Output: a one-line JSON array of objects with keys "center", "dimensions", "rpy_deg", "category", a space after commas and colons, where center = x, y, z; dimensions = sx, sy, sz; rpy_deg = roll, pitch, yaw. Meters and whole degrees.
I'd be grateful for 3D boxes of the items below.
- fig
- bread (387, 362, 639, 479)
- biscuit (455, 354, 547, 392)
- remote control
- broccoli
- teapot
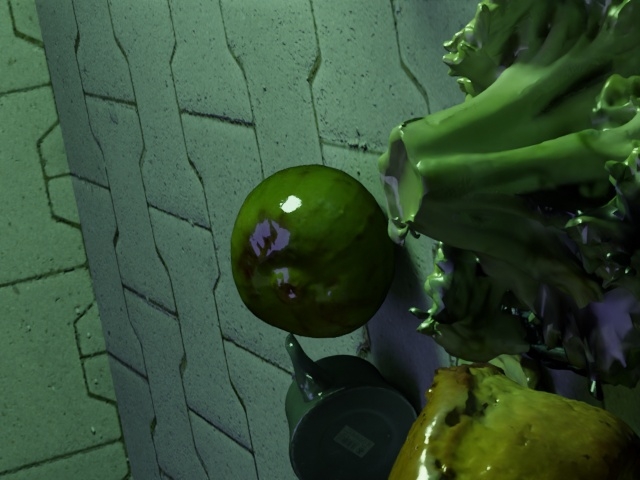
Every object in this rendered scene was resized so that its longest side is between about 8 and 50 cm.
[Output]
[{"center": [0.000, 0.000, 2.123], "dimensions": [0.225, 0.203, 0.203], "rpy_deg": [-55, -34, -58], "category": "fig"}, {"center": [0.153, 0.296, 1.626], "dimensions": [0.215, 0.398, 0.398], "rpy_deg": [14, 128, 18], "category": "bread"}, {"center": [0.192, 0.169, 1.899], "dimensions": [0.187, 0.036, 0.273], "rpy_deg": [-177, 74, -69], "category": "biscuit"}, {"center": [0.225, 0.080, 1.700], "dimensions": [0.266, 0.066, 0.090], "rpy_deg": [-178, 88, -69], "category": "remote control"}, {"center": [0.186, -0.051, 1.398], "dimensions": [0.293, 0.281, 0.348], "rpy_deg": [6, 103, 64], "category": "broccoli"}, {"center": [0.028, 0.215, 2.228], "dimensions": [0.239, 0.162, 0.149], "rpy_deg": [53, -177, -31], "category": "teapot"}]
